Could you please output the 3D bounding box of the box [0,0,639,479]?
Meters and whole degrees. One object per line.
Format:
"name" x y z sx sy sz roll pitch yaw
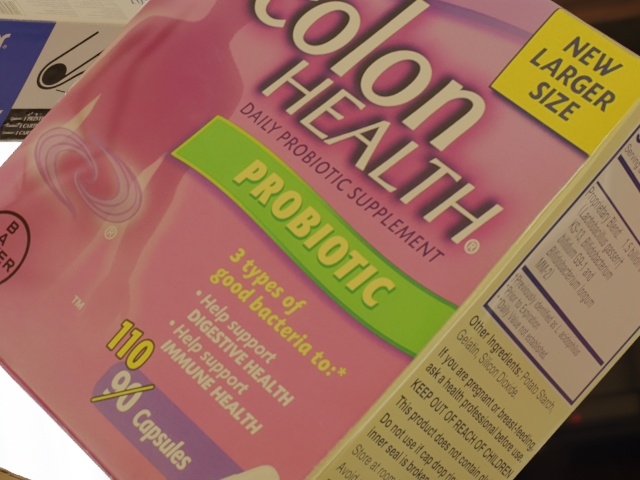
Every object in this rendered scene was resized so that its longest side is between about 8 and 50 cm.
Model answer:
"box" 0.000 0.000 0.784 0.213 0.243 0.117 40 -3 36

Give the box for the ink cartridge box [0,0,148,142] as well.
"ink cartridge box" -0.181 -0.107 1.183 0.207 0.046 0.097 -4 -43 -46

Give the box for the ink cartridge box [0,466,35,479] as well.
"ink cartridge box" -0.148 0.279 1.288 0.234 0.193 0.088 20 -24 -3
